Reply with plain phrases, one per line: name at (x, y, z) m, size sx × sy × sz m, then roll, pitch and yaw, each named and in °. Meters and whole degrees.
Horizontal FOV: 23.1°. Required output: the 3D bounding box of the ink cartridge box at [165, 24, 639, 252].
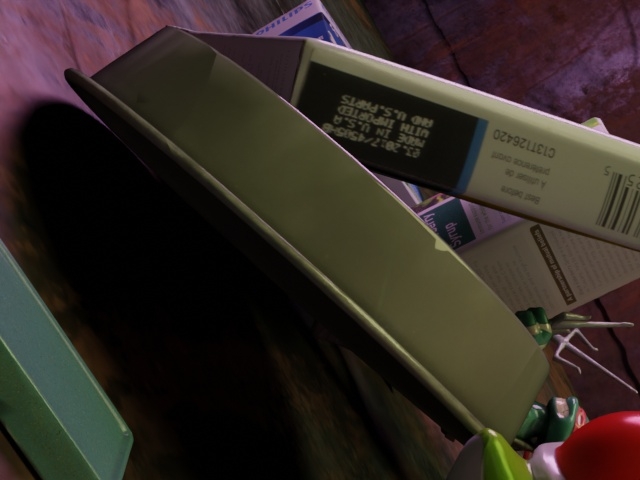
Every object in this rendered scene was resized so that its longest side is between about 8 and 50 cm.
ink cartridge box at (0.069, -0.065, 1.006) m, size 0.303 × 0.072 × 0.307 m, roll 14°, pitch 2°, yaw -21°

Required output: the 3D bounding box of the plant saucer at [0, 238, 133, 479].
plant saucer at (-0.122, 0.012, 0.539) m, size 0.192 × 0.018 × 0.067 m, roll 57°, pitch 10°, yaw -15°

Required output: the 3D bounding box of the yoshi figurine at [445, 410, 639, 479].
yoshi figurine at (0.179, 0.147, 0.665) m, size 0.204 × 0.362 × 0.203 m, roll 62°, pitch 10°, yaw 14°

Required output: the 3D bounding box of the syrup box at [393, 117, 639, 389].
syrup box at (0.135, 0.011, 1.205) m, size 0.096 × 0.237 × 0.093 m, roll 61°, pitch 8°, yaw -29°

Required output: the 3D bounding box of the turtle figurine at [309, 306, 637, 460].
turtle figurine at (0.111, 0.082, 1.061) m, size 0.234 × 0.118 × 0.175 m, roll 24°, pitch -7°, yaw 0°

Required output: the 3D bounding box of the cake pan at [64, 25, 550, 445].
cake pan at (0.000, 0.000, 0.768) m, size 0.293 × 0.054 × 0.293 m, roll 42°, pitch -4°, yaw 3°

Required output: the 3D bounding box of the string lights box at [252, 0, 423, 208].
string lights box at (0.014, -0.102, 1.388) m, size 0.133 × 0.076 × 0.260 m, roll 54°, pitch 12°, yaw -30°
